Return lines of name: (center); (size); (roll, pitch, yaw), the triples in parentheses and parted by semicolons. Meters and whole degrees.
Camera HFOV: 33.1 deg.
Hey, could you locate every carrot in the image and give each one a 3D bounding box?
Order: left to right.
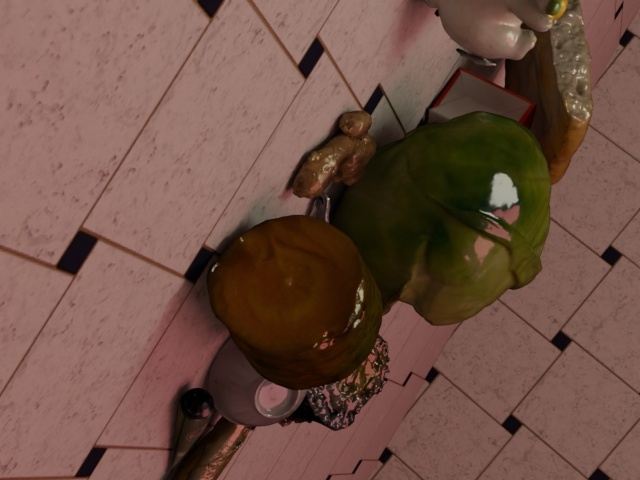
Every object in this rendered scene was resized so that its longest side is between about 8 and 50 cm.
carrot: (-0.029, 0.102, 1.660); (0.241, 0.241, 0.341); (-56, 162, -10)

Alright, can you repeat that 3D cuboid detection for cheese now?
cheese: (0.004, 0.005, 1.832); (0.047, 0.092, 0.171); (-13, 137, -33)

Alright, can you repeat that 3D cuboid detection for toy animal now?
toy animal: (0.293, -0.443, 1.673); (0.183, 0.247, 0.310); (-46, 165, -43)

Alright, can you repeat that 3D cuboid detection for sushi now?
sushi: (-0.009, 0.226, 2.019); (0.238, 0.218, 0.225); (-17, 103, -26)

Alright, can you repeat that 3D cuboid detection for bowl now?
bowl: (-0.087, 0.245, 1.811); (0.189, 0.086, 0.189); (-8, 111, -21)

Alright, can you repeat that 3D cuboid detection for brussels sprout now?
brussels sprout: (0.237, -0.045, 1.914); (0.425, 0.342, 0.361); (-30, 170, -15)

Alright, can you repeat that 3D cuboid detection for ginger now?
ginger: (0.030, -0.126, 1.740); (0.214, 0.059, 0.133); (-51, 157, -28)

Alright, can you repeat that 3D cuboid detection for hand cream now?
hand cream: (-0.215, 0.314, 1.812); (0.086, 0.055, 0.235); (-47, 166, -33)

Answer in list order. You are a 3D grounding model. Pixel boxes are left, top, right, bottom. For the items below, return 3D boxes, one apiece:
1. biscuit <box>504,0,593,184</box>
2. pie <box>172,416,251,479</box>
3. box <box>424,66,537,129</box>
biscuit: (0.467, -0.327, 2.207); (0.446, 0.104, 0.429); (91, -6, -60)
pie: (-0.218, 0.417, 1.919); (0.282, 0.068, 0.128); (-57, -175, -2)
box: (0.317, -0.241, 2.143); (0.133, 0.182, 0.099); (-54, 162, -25)
